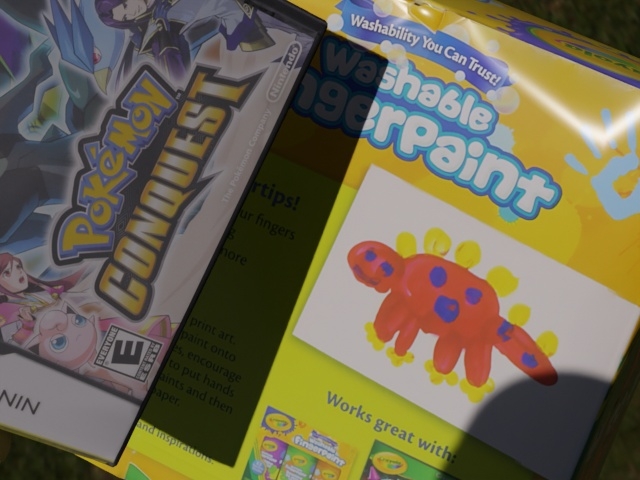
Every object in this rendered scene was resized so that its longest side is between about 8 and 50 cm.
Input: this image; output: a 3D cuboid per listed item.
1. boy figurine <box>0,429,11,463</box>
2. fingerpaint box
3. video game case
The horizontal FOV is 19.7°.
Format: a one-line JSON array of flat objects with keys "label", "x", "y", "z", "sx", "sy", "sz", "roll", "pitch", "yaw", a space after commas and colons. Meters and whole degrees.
[{"label": "boy figurine", "x": -0.335, "y": 0.185, "z": 1.488, "sx": 0.177, "sy": 0.092, "sz": 0.285, "roll": -25, "pitch": 155, "yaw": -19}, {"label": "fingerpaint box", "x": 0.000, "y": 0.000, "z": 1.204, "sx": 0.445, "sy": 0.163, "sz": 0.371, "roll": 24, "pitch": 104, "yaw": 16}, {"label": "video game case", "x": -0.155, "y": -0.042, "z": 0.954, "sx": 0.248, "sy": 0.035, "sz": 0.275, "roll": 24, "pitch": 93, "yaw": -32}]
